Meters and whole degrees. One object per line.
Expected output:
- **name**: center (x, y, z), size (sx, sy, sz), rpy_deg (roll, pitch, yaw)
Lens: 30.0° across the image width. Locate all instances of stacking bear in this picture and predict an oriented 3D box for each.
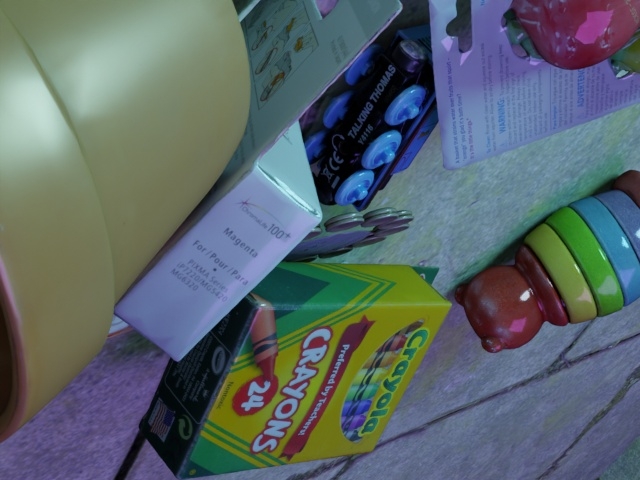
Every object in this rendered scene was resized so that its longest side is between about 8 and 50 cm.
- **stacking bear**: center (0.321, 0.043, 1.560), size (0.289, 0.175, 0.164), rpy_deg (-29, 157, 0)

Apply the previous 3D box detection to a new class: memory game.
- **memory game**: center (0.000, 0.000, 1.139), size (0.186, 0.012, 0.186), rpy_deg (-14, 170, -3)

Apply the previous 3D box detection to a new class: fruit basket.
- **fruit basket**: center (0.246, -0.230, 0.950), size (0.353, 0.165, 0.327), rpy_deg (-16, 139, -2)

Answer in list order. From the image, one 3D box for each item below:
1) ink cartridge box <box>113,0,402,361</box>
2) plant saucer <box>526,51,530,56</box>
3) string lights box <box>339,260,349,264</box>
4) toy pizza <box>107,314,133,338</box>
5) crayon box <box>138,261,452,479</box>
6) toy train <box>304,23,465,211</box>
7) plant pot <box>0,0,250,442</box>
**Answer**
- **ink cartridge box**: center (-0.035, -0.083, 0.776), size (0.060, 0.275, 0.239), rpy_deg (40, 105, -22)
- **plant saucer**: center (0.267, -0.243, 1.127), size (0.200, 0.037, 0.200), rpy_deg (-30, 153, -17)
- **string lights box**: center (-0.032, 0.148, 1.364), size (0.133, 0.077, 0.259), rpy_deg (-21, 151, -29)
- **toy pizza**: center (-0.157, 0.030, 1.052), size (0.201, 0.032, 0.201), rpy_deg (-30, 154, -16)
- **crayon box**: center (-0.001, 0.122, 1.192), size (0.318, 0.081, 0.202), rpy_deg (1, 122, -45)
- **toy train**: center (0.056, -0.104, 1.047), size (0.105, 0.080, 0.184), rpy_deg (-20, 150, -45)
- **plant pot**: center (-0.172, -0.072, 0.603), size (0.203, 0.291, 0.291), rpy_deg (-39, 160, -36)
